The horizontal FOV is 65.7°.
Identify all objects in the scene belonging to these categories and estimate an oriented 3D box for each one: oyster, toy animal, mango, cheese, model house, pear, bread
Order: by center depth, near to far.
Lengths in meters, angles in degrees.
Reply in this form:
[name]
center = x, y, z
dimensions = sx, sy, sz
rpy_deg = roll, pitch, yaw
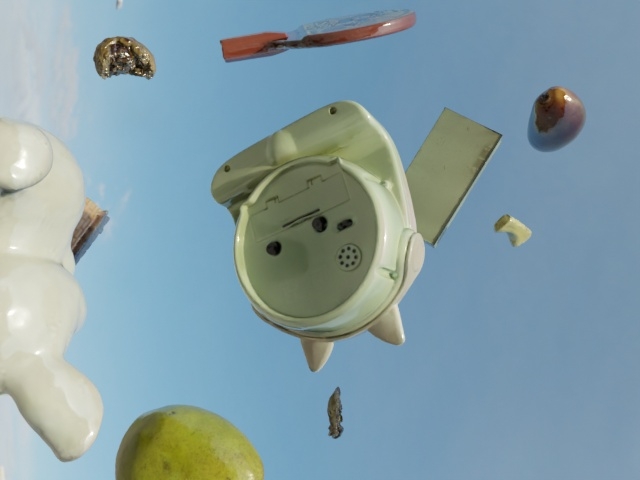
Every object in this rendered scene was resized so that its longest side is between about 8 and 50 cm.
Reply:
[toy animal]
center = -0.343, 0.051, 0.526
dimensions = 0.241, 0.196, 0.367
rpy_deg = -33, -120, 51
[cheese]
center = 0.342, -0.018, 0.889
dimensions = 0.044, 0.083, 0.030
rpy_deg = -54, -143, 17
[bread]
center = -0.377, -0.354, 0.950
dimensions = 0.060, 0.113, 0.082
rpy_deg = -39, -114, 61
[pear]
center = -0.253, 0.458, 0.977
dimensions = 0.308, 0.253, 0.252
rpy_deg = 10, -78, 19
[model house]
center = -0.561, -0.035, 1.050
dimensions = 0.183, 0.172, 0.166
rpy_deg = 22, -105, 24
[oyster]
center = 0.042, 0.432, 1.252
dimensions = 0.086, 0.029, 0.132
rpy_deg = 131, -28, -62
[mango]
center = 0.610, -0.301, 1.284
dimensions = 0.133, 0.267, 0.110
rpy_deg = -13, -111, 14

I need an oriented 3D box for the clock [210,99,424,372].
[clock]
center = 0.000, 0.000, 0.662
dimensions = 0.265, 0.109, 0.323
rpy_deg = -24, -111, 21

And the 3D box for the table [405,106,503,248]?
[table]
center = 0.234, -0.113, 0.969
dimensions = 0.122, 0.111, 0.240
rpy_deg = 32, -89, 16

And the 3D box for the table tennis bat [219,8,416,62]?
[table tennis bat]
center = -0.003, -0.437, 1.050
dimensions = 0.268, 0.415, 0.051
rpy_deg = -99, 179, -61
